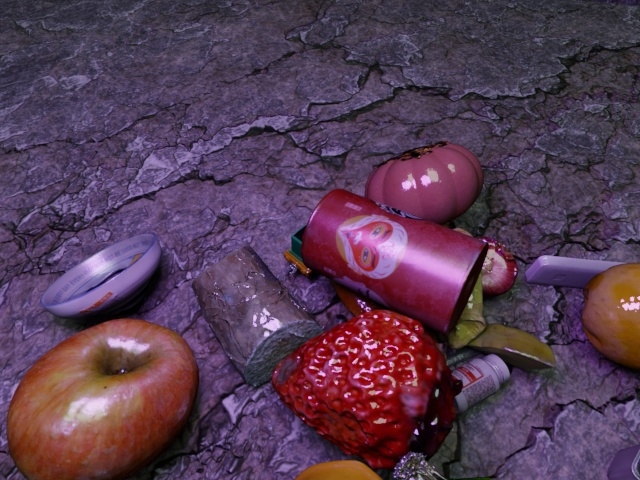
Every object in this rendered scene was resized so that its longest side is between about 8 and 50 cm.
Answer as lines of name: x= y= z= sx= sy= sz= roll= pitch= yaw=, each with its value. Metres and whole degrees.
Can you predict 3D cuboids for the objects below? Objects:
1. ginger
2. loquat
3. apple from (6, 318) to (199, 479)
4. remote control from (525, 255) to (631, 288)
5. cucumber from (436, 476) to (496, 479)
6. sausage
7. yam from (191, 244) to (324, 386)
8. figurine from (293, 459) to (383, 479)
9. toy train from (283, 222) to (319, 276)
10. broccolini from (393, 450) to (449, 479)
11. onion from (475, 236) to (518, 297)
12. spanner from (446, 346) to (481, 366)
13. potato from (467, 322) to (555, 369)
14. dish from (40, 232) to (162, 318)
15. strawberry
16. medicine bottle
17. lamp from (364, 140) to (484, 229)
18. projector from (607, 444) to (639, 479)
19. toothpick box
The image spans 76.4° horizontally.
ginger: x=0.324 y=0.107 z=0.947 sx=0.086 sy=0.131 sz=0.294 roll=16 pitch=65 yaw=-16
loquat: x=0.699 y=0.164 z=0.872 sx=0.244 sy=0.243 sz=0.243 roll=1 pitch=54 yaw=-1
apple: x=-0.386 y=0.304 z=0.754 sx=0.309 sy=0.250 sz=0.277 roll=-6 pitch=36 yaw=-32
remote control: x=0.651 y=0.084 z=1.006 sx=0.250 sy=0.103 sz=0.034 roll=5 pitch=57 yaw=4
cucumber: x=0.257 y=0.465 z=0.761 sx=0.168 sy=0.039 sz=0.039 roll=-1 pitch=54 yaw=-4
sausage: x=0.134 y=0.165 z=0.951 sx=0.103 sy=0.076 sz=0.302 roll=-36 pitch=62 yaw=-24
yam: x=-0.148 y=0.147 z=0.897 sx=0.202 sy=0.201 sz=0.271 roll=-30 pitch=53 yaw=-22
figurine: x=0.125 y=0.537 z=0.529 sx=0.387 sy=0.268 sz=0.401 roll=-1 pitch=31 yaw=-11
toy train: x=0.000 y=0.000 z=1.032 sx=0.091 sy=0.136 sz=0.228 roll=39 pitch=64 yaw=24
broccolini: x=0.185 y=0.369 z=0.522 sx=0.058 sy=0.067 sz=0.216 roll=-28 pitch=51 yaw=-33
onion: x=0.418 y=0.068 z=1.022 sx=0.150 sy=0.140 sz=0.150 roll=-2 pitch=85 yaw=30
spanner: x=0.324 y=0.260 z=0.924 sx=0.255 sy=0.015 sz=0.054 roll=-17 pitch=58 yaw=-13
potato: x=0.413 y=0.215 z=0.875 sx=0.149 sy=0.120 sz=0.081 roll=23 pitch=69 yaw=2
dish: x=-0.478 y=0.110 z=0.951 sx=0.274 sy=0.133 sz=0.273 roll=-18 pitch=26 yaw=9
strawberry: x=0.089 y=0.250 z=0.759 sx=0.310 sy=0.291 sz=0.292 roll=33 pitch=60 yaw=18
medicine bottle: x=0.323 y=0.298 z=0.857 sx=0.140 sy=0.079 sz=0.079 roll=-22 pitch=58 yaw=-16
lamp: x=0.270 y=-0.122 z=1.064 sx=0.306 sy=0.239 sz=0.305 roll=-18 pitch=12 yaw=4
projector: x=0.609 y=0.439 z=0.760 sx=0.083 sy=0.082 sz=0.083 roll=-38 pitch=62 yaw=-25
toothpick box: x=0.150 y=0.036 z=0.858 sx=0.333 sy=0.204 sz=0.204 roll=25 pitch=57 yaw=27
